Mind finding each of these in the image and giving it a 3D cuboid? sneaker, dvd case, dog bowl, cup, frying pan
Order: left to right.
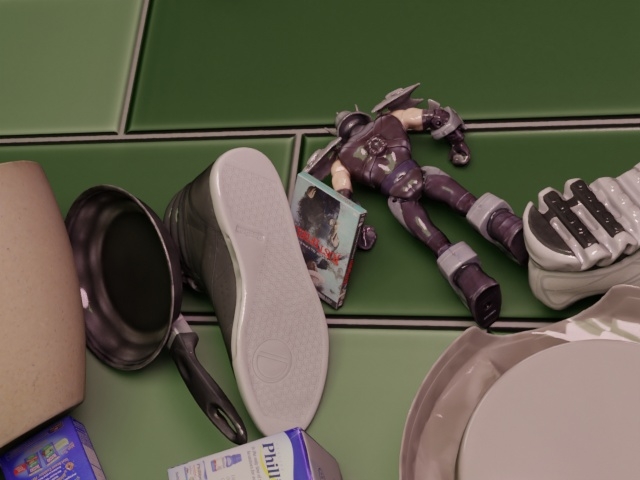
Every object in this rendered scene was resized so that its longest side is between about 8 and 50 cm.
[{"bbox_3d":[-0.369,0.104,1.214,0.331,0.331,0.237,-31,86,3],"label":"cup"},{"bbox_3d":[-0.163,0.056,1.226,0.326,0.053,0.197,21,113,40],"label":"frying pan"},{"bbox_3d":[-0.080,0.060,1.244,0.104,0.147,0.296,-12,90,-30],"label":"sneaker"},{"bbox_3d":[0.000,0.000,1.235,0.087,0.119,0.013,34,39,28],"label":"dvd case"},{"bbox_3d":[0.244,0.211,1.029,0.348,0.102,0.349,-4,59,6],"label":"dog bowl"},{"bbox_3d":[0.322,-0.017,1.138,0.292,0.118,0.110,-16,48,-11],"label":"sneaker"}]

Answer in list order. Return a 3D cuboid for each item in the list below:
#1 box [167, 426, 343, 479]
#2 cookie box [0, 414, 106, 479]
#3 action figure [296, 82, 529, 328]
[{"bbox_3d":[-0.055,0.243,1.133,0.137,0.126,0.072,-18,62,9],"label":"box"},{"bbox_3d":[-0.272,0.252,1.246,0.092,0.040,0.107,-31,62,3],"label":"cookie box"},{"bbox_3d":[0.097,-0.047,1.228,0.185,0.099,0.285,-45,58,4],"label":"action figure"}]
